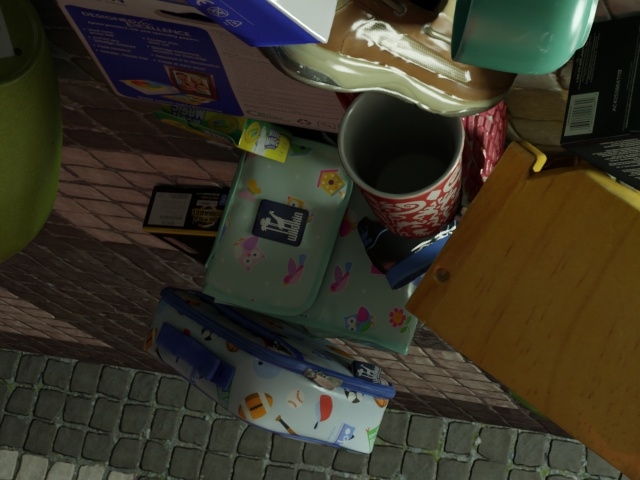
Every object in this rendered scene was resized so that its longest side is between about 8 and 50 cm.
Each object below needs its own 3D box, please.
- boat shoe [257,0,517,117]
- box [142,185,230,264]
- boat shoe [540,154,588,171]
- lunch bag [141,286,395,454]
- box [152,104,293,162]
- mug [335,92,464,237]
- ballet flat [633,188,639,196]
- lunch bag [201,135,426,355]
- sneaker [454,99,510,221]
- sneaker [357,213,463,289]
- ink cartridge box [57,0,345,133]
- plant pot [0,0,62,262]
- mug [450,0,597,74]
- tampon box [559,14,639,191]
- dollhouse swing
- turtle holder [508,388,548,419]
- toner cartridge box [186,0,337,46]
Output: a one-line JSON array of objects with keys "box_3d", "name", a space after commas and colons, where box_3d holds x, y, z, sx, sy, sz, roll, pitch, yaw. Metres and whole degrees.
[{"box_3d": [0.077, -0.185, 1.373, 0.122, 0.120, 0.324, 45, -154, 29], "name": "boat shoe"}, {"box_3d": [-0.059, 0.010, 2.379, 0.257, 0.079, 0.322, 2, 162, 31], "name": "box"}, {"box_3d": [0.261, -0.060, 1.843, 0.060, 0.064, 0.178, 12, 169, -7], "name": "boat shoe"}, {"box_3d": [-0.067, 0.153, 1.981, 0.243, 0.115, 0.303, 22, -178, -38], "name": "lunch bag"}, {"box_3d": [-0.109, -0.129, 1.837, 0.105, 0.043, 0.179, 19, -176, 17], "name": "box"}, {"box_3d": [0.080, -0.085, 1.536, 0.113, 0.150, 0.169, -11, 162, 6], "name": "mug"}, {"box_3d": [0.412, 0.021, 1.742, 0.147, 0.147, 0.409, 5, 154, 29], "name": "ballet flat"}, {"box_3d": [0.000, 0.000, 1.972, 0.262, 0.223, 0.160, 19, 175, -25], "name": "lunch bag"}, {"box_3d": [0.135, -0.084, 1.747, 0.112, 0.121, 0.299, 13, 168, 12], "name": "sneaker"}, {"box_3d": [0.146, -0.030, 1.917, 0.232, 0.090, 0.081, -27, 169, -34], "name": "sneaker"}, {"box_3d": [-0.090, -0.198, 1.617, 0.303, 0.072, 0.307, 11, 164, 10], "name": "ink cartridge box"}, {"box_3d": [-0.388, -0.146, 1.748, 0.274, 0.275, 0.293, 16, 151, -13], "name": "plant pot"}, {"box_3d": [0.162, -0.197, 1.258, 0.097, 0.129, 0.158, 10, 166, -3], "name": "mug"}, {"box_3d": [0.308, -0.115, 1.464, 0.101, 0.120, 0.161, -4, 158, 46], "name": "tampon box"}, {"box_3d": [0.318, 0.056, 1.683, 0.347, 0.315, 0.305, 37, -147, 10], "name": "dollhouse swing"}, {"box_3d": [0.345, 0.115, 2.055, 0.320, 0.243, 0.227, 42, 171, 41], "name": "turtle holder"}, {"box_3d": [-0.101, -0.276, 1.112, 0.075, 0.165, 0.348, 2, 163, 36], "name": "toner cartridge box"}]
